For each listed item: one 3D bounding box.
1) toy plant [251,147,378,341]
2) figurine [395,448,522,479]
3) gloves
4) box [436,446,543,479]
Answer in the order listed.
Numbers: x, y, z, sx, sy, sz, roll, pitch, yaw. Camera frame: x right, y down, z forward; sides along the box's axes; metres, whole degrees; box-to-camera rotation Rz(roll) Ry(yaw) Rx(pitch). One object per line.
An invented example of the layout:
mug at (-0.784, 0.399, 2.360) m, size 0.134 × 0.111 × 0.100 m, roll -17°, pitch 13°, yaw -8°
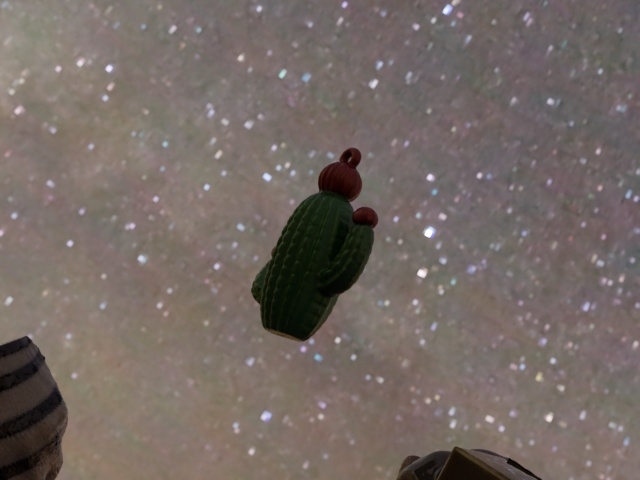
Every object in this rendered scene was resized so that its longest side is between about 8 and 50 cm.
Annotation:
toy plant at (0.003, 0.010, 1.390) m, size 0.088 × 0.240 × 0.154 m, roll 31°, pitch 9°, yaw -36°
figurine at (0.171, 0.382, 1.504) m, size 0.248 × 0.203 × 0.380 m, roll 5°, pitch -14°, yaw -7°
gloves at (-0.323, 0.220, 1.189) m, size 0.131 × 0.140 × 0.218 m, roll -17°, pitch -88°, yaw 30°
box at (0.084, 0.244, 0.561) m, size 0.159 × 0.240 × 0.071 m, roll 27°, pitch 1°, yaw 33°
